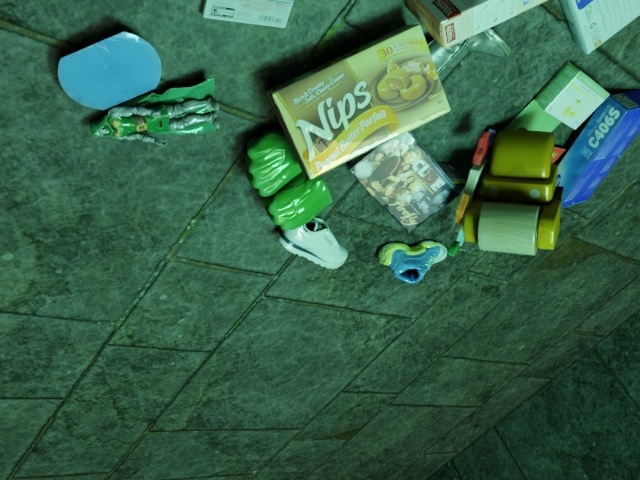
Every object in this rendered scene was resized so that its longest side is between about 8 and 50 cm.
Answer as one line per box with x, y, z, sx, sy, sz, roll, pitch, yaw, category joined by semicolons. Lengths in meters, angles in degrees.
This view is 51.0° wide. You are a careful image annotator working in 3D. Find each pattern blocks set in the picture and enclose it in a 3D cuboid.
0.377;-0.120;1.683;0.285;0.026;0.325;-26;132;-67;pattern blocks set

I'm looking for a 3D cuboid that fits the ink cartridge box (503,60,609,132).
0.591;-0.319;1.691;0.171;0.056;0.235;14;125;-43;ink cartridge box

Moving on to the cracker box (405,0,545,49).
0.290;-0.464;1.237;0.232;0.156;0.067;-27;144;-2;cracker box

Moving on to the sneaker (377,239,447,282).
0.278;0.071;1.899;0.240;0.126;0.091;-2;137;-30;sneaker

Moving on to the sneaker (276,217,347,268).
0.000;0.000;1.680;0.235;0.090;0.095;21;113;-47;sneaker

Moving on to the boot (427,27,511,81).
0.274;-0.371;1.409;0.189;0.076;0.208;26;113;-31;boot

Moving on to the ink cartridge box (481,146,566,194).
0.556;-0.165;1.842;0.181;0.056;0.225;4;140;-35;ink cartridge box

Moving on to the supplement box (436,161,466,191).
0.318;-0.156;1.687;0.055;0.083;0.043;0;135;-32;supplement box

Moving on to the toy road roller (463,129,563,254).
0.476;-0.129;1.621;0.329;0.202;0.240;-46;136;-56;toy road roller

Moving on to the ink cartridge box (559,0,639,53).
0.639;-0.586;1.392;0.307;0.072;0.303;-39;141;11;ink cartridge box

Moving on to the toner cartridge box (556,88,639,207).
0.757;-0.244;1.843;0.165;0.075;0.348;-14;143;-35;toner cartridge box

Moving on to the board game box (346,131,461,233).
0.199;-0.147;1.585;0.165;0.042;0.243;-39;120;14;board game box

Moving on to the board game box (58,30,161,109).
-0.357;-0.294;1.140;0.168;0.033;0.133;-23;149;1;board game box

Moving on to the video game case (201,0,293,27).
-0.111;-0.436;1.134;0.157;0.019;0.143;-2;136;-29;video game case

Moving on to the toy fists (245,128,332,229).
-0.079;-0.131;1.461;0.142;0.096;0.279;-37;143;-9;toy fists

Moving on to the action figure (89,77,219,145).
-0.305;-0.223;1.237;0.232;0.063;0.137;-12;144;-15;action figure

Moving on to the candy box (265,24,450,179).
0.075;-0.274;1.317;0.316;0.087;0.183;-26;110;-4;candy box
